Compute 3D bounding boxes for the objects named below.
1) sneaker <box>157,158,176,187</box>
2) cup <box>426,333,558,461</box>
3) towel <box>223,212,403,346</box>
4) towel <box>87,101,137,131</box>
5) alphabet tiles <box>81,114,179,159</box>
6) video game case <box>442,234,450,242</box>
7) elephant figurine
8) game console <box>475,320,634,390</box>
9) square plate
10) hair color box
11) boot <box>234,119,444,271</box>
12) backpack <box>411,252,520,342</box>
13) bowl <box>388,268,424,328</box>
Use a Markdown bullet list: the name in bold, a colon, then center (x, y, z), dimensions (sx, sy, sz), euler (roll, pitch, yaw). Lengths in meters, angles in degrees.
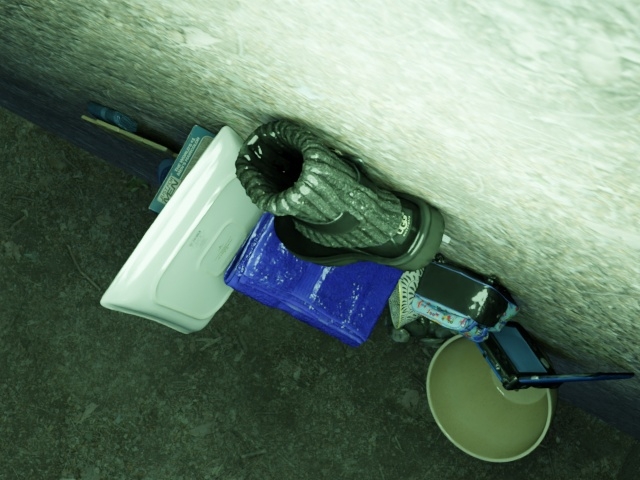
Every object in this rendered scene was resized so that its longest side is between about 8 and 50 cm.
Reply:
- **sneaker**: center (-0.333, -0.142, 2.098), dimensions (0.232, 0.081, 0.091), euler (61, -174, -59)
- **cup**: center (0.470, 0.367, 2.232), dimensions (0.331, 0.331, 0.237), euler (24, -159, 29)
- **towel**: center (0.008, 0.044, 1.554), dimensions (0.308, 0.228, 0.076), euler (29, -179, -29)
- **towel**: center (-0.466, -0.274, 1.947), dimensions (0.119, 0.029, 0.067), euler (24, 173, 36)
- **alphabet tiles**: center (-0.399, -0.220, 2.064), dimensions (0.285, 0.011, 0.342), euler (23, 179, 5)
- **video game case**: center (0.147, -0.023, 1.404), dimensions (0.087, 0.011, 0.122), euler (29, 175, -17)
- **elephant figurine**: center (0.308, 0.223, 2.355), dimensions (0.239, 0.170, 0.186), euler (12, -154, -6)
- **game console**: center (0.479, 0.227, 1.825), dimensions (0.293, 0.173, 0.250), euler (13, -140, -55)
- **square plate**: center (-0.186, 0.007, 1.513), dimensions (0.049, 0.347, 0.344), euler (34, 178, 21)
- **hair color box**: center (-0.215, -0.090, 1.682), dimensions (0.105, 0.174, 0.347), euler (27, 175, 3)
- **boot**: center (-0.024, -0.060, 1.205), dimensions (0.260, 0.131, 0.348), euler (22, 168, -35)
- **backpack**: center (0.270, 0.115, 1.581), dimensions (0.158, 0.117, 0.173), euler (24, 177, 41)
- **bowl**: center (0.182, 0.089, 1.735), dimensions (0.080, 0.170, 0.170), euler (-4, 177, -4)
